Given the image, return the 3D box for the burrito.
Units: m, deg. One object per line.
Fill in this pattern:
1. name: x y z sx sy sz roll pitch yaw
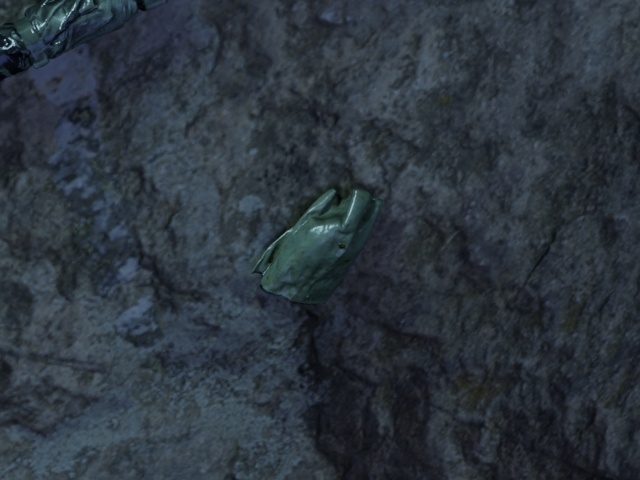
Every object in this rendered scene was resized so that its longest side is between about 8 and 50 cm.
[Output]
1. burrito: 0.002 0.002 1.619 0.074 0.044 0.118 26 110 -36

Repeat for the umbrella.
1. umbrella: -0.201 -0.152 1.387 0.188 0.046 0.050 -25 127 -12
